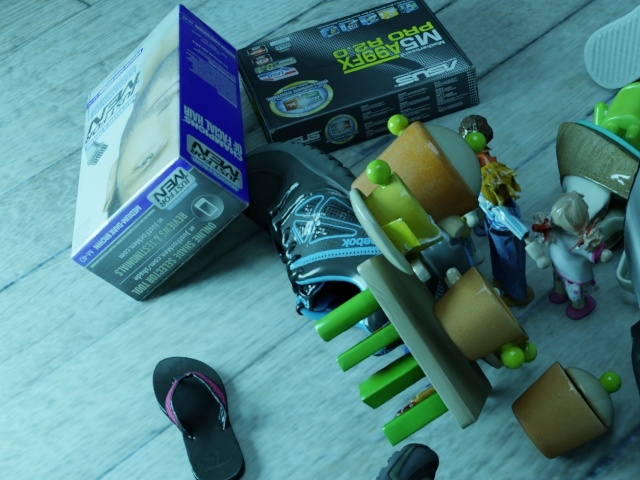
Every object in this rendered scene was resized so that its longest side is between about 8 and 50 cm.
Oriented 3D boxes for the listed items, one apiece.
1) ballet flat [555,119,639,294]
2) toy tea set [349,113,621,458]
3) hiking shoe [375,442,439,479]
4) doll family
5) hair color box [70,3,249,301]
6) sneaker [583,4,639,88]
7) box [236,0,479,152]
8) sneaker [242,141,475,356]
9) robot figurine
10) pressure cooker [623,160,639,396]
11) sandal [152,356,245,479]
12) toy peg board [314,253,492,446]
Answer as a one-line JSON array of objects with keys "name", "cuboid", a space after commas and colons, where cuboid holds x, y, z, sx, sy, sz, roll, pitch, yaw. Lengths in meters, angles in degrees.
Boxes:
[{"name": "ballet flat", "cuboid": [0.328, -0.009, 1.203, 0.124, 0.116, 0.342, -43, 49, -7]}, {"name": "toy tea set", "cuboid": [0.157, 0.029, 1.055, 0.124, 0.336, 0.200, -37, 18, 8]}, {"name": "hiking shoe", "cuboid": [0.083, 0.268, 0.962, 0.114, 0.086, 0.227, 13, 48, 7]}, {"name": "doll family", "cuboid": [0.171, -0.025, 1.205, 0.118, 0.163, 0.263, -26, 40, -15]}, {"name": "hair color box", "cuboid": [-0.188, -0.112, 1.404, 0.185, 0.110, 0.339, -40, 34, 23]}, {"name": "sneaker", "cuboid": [0.445, -0.261, 1.385, 0.161, 0.102, 0.282, -23, 8, -23]}, {"name": "box", "cuboid": [0.041, -0.213, 1.552, 0.270, 0.060, 0.216, -18, 39, -5]}, {"name": "sneaker", "cuboid": [0.000, 0.000, 1.260, 0.139, 0.125, 0.340, -40, 43, -22]}, {"name": "robot figurine", "cuboid": [0.357, -0.135, 1.358, 0.101, 0.067, 0.115, 7, 43, 31]}, {"name": "pressure cooker", "cuboid": [0.411, 0.073, 0.817, 0.369, 0.376, 0.420, -5, 36, 5]}, {"name": "sandal", "cuboid": [-0.118, 0.164, 1.162, 0.067, 0.040, 0.179, -23, 40, -10]}, {"name": "toy peg board", "cuboid": [0.071, 0.098, 1.072, 0.079, 0.161, 0.160, -34, -4, 13]}]
